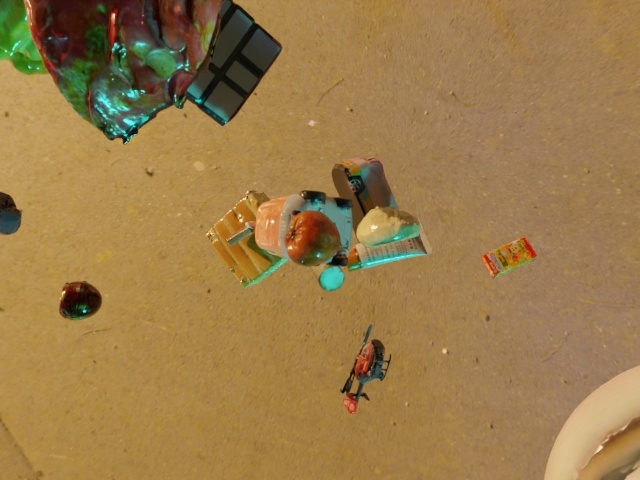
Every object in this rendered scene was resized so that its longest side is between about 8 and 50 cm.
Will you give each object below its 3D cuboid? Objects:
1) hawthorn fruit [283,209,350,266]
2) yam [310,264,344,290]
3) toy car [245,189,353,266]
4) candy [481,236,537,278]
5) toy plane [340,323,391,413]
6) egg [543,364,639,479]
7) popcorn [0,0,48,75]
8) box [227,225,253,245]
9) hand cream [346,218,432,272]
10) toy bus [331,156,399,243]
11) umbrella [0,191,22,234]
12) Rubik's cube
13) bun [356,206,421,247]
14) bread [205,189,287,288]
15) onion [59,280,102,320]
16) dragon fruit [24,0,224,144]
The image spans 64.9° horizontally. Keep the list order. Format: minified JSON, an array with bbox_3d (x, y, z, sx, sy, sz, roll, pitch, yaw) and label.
[{"bbox_3d":[-0.013,-0.008,1.083,0.140,0.125,0.125,-22,96,-22],"label":"hawthorn fruit"},{"bbox_3d":[0.016,0.105,1.920,0.107,0.194,0.107,-7,115,-15],"label":"yam"},{"bbox_3d":[-0.047,-0.030,1.293,0.212,0.270,0.181,5,90,35],"label":"toy car"},{"bbox_3d":[0.481,0.043,1.284,0.121,0.038,0.062,-24,66,2],"label":"candy"},{"bbox_3d":[0.070,0.211,0.806,0.060,0.037,0.145,24,98,50],"label":"toy plane"},{"bbox_3d":[0.431,0.294,0.545,0.354,0.340,0.355,-1,87,23],"label":"egg"},{"bbox_3d":[-0.425,-0.400,0.771,0.286,0.215,0.252,-40,64,14],"label":"popcorn"},{"bbox_3d":[-0.241,-0.019,1.532,0.083,0.053,0.024,-28,106,16],"label":"box"},{"bbox_3d":[0.233,0.022,1.813,0.314,0.089,0.140,-16,70,3],"label":"hand cream"},{"bbox_3d":[0.192,-0.142,1.917,0.162,0.171,0.386,-30,106,-17],"label":"toy bus"},{"bbox_3d":[-0.501,-0.057,0.658,0.070,0.248,0.071,-3,77,14],"label":"umbrella"},{"bbox_3d":[-0.322,-0.535,1.428,0.283,0.288,0.294,31,100,-33],"label":"Rubik's cube"},{"bbox_3d":[0.212,-0.054,1.610,0.222,0.222,0.128,-15,89,12],"label":"bun"},{"bbox_3d":[-0.219,-0.004,1.627,0.239,0.111,0.246,-37,88,20],"label":"bread"},{"bbox_3d":[-0.657,0.164,1.382,0.118,0.117,0.119,7,69,-19],"label":"onion"},{"bbox_3d":[-0.213,-0.246,0.538,0.163,0.189,0.262,-12,75,42],"label":"dragon fruit"}]
